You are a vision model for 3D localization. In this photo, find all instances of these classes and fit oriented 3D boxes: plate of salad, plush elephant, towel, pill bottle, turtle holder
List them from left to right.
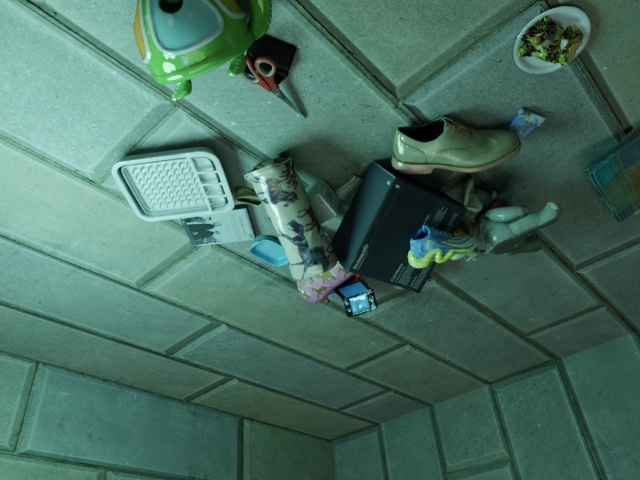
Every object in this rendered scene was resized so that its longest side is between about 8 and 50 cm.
[{"bbox_3d":[-0.267,-0.488,1.201,0.321,0.243,0.227,-10,126,21],"label":"turtle holder"},{"bbox_3d":[0.130,-0.162,1.845,0.152,0.023,0.113,26,133,-35],"label":"towel"},{"bbox_3d":[0.503,-0.005,2.018,0.209,0.117,0.117,15,138,-24],"label":"pill bottle"},{"bbox_3d":[0.606,-0.085,1.846,0.330,0.255,0.272,-18,151,3],"label":"plush elephant"},{"bbox_3d":[0.618,-0.523,1.419,0.200,0.048,0.199,-3,143,-3],"label":"plate of salad"},{"bbox_3d":[1.074,-0.229,1.811,0.271,0.040,0.370,-41,131,16],"label":"towel"}]

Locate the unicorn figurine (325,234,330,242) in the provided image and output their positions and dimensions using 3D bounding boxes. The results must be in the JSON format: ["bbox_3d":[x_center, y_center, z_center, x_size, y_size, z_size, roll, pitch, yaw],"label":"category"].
[{"bbox_3d":[0.000,0.000,1.988,0.060,0.111,0.161,-12,129,24],"label":"unicorn figurine"}]

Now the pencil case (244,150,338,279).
[{"bbox_3d":[-0.088,-0.065,1.682,0.160,0.183,0.410,-26,107,-4],"label":"pencil case"}]

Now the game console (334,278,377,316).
[{"bbox_3d":[0.142,0.237,2.171,0.144,0.124,0.085,-21,163,27],"label":"game console"}]

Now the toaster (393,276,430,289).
[{"bbox_3d":[0.346,0.100,2.141,0.186,0.110,0.168,-13,141,10],"label":"toaster"}]

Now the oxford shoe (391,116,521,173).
[{"bbox_3d":[0.416,-0.297,1.617,0.397,0.140,0.146,-8,135,0],"label":"oxford shoe"}]

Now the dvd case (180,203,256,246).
[{"bbox_3d":[-0.366,-0.052,1.920,0.239,0.029,0.179,-7,142,1],"label":"dvd case"}]

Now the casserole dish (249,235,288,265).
[{"bbox_3d":[-0.186,0.038,2.053,0.114,0.037,0.188,-33,134,31],"label":"casserole dish"}]

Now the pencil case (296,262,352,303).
[{"bbox_3d":[0.070,0.094,2.054,0.160,0.167,0.386,27,133,-25],"label":"pencil case"}]

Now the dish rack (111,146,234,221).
[{"bbox_3d":[-0.459,-0.186,1.701,0.333,0.072,0.285,-7,143,2],"label":"dish rack"}]

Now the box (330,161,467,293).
[{"bbox_3d":[0.253,-0.039,1.784,0.313,0.179,0.343,19,106,-29],"label":"box"}]

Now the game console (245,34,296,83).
[{"bbox_3d":[-0.142,-0.479,1.409,0.122,0.071,0.107,15,168,-23],"label":"game console"}]

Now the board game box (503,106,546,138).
[{"bbox_3d":[0.632,-0.362,1.652,0.090,0.020,0.090,10,140,-22],"label":"board game box"}]

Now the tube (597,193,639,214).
[{"bbox_3d":[1.125,-0.151,1.959,0.240,0.062,0.070,12,174,-27],"label":"tube"}]

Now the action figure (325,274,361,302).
[{"bbox_3d":[0.137,0.176,2.232,0.139,0.091,0.280,25,134,-25],"label":"action figure"}]

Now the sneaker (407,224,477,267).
[{"bbox_3d":[0.390,0.002,1.701,0.240,0.091,0.126,-20,117,-14],"label":"sneaker"}]

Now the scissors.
[{"bbox_3d":[-0.132,-0.413,1.462,0.109,0.021,0.297,-3,161,17],"label":"scissors"}]

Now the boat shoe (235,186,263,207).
[{"bbox_3d":[-0.217,-0.137,1.813,0.153,0.048,0.056,18,137,-27],"label":"boat shoe"}]

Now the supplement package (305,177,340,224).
[{"bbox_3d":[-0.038,-0.108,1.806,0.179,0.105,0.105,-29,118,28],"label":"supplement package"}]
